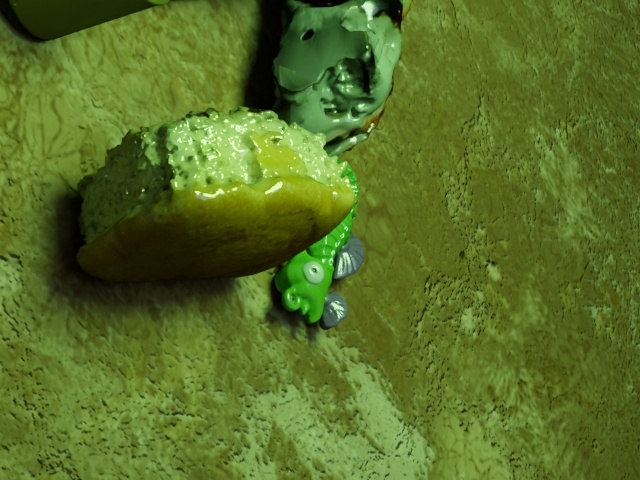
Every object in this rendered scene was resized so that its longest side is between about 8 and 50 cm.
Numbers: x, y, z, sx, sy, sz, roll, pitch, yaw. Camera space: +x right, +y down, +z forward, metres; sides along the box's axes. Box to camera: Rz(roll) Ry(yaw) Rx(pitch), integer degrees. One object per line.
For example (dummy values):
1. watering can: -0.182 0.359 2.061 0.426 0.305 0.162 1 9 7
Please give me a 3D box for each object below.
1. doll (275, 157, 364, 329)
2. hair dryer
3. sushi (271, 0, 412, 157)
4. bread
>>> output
1. doll: 0.000 0.000 1.876 0.115 0.050 0.190 57 40 -32
2. hair dryer: -0.145 -0.241 1.723 0.278 0.135 0.090 -16 92 -62
3. sushi: 0.026 -0.222 1.906 0.130 0.124 0.332 70 29 -54
4. bread: -0.094 -0.032 1.681 0.245 0.174 0.121 -4 62 -53
